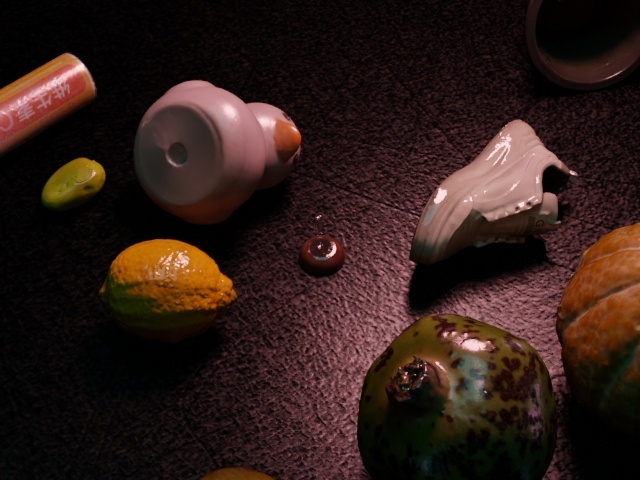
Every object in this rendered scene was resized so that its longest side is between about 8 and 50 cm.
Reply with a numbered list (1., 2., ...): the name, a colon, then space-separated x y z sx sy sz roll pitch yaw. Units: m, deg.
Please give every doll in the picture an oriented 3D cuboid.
1. doll: -0.146 -0.135 1.889 0.251 0.221 0.221 -11 42 30

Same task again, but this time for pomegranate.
1. pomegranate: 0.157 0.205 1.510 0.254 0.270 0.254 -16 54 23

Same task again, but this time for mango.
1. mango: -0.374 -0.082 1.911 0.073 0.056 0.108 31 58 32

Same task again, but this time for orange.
1. orange: 0.460 0.115 1.590 0.329 0.249 0.329 1 45 -1

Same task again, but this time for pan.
1. pan: 0.000 -0.001 1.852 0.068 0.023 0.115 -4 48 -2

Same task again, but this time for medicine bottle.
1. medicine bottle: -0.539 -0.156 1.950 0.108 0.108 0.426 35 56 28

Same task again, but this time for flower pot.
1. flower pot: 0.423 -0.379 2.081 0.235 0.235 0.148 -11 29 -8

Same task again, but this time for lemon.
1. lemon: -0.206 0.069 1.718 0.187 0.142 0.142 4 48 -4

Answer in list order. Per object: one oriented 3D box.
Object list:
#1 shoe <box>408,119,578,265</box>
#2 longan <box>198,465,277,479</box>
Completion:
1. shoe: 0.264 -0.044 1.828 0.159 0.124 0.316 31 55 18
2. longan: -0.096 0.350 1.474 0.155 0.176 0.145 -11 3 15
